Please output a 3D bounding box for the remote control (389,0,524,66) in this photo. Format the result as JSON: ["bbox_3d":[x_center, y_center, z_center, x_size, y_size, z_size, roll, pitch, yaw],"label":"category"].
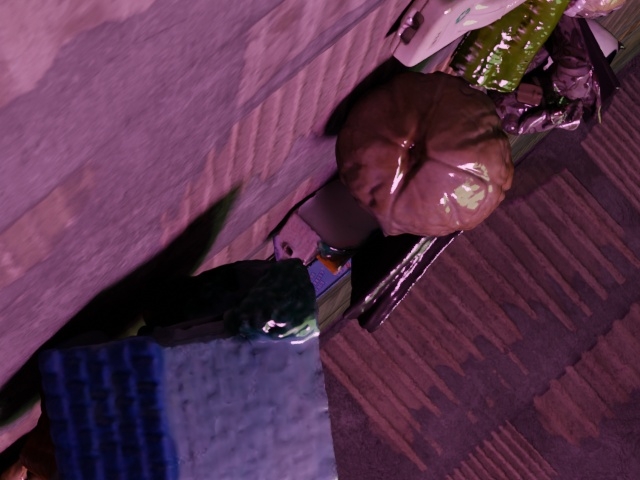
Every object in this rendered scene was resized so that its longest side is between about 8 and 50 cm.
[{"bbox_3d":[0.154,-0.227,1.393,0.230,0.049,0.090,-35,169,-39],"label":"remote control"}]

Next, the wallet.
[{"bbox_3d":[0.103,-0.027,1.894,0.197,0.051,0.377,-50,-169,20],"label":"wallet"}]

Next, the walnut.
[{"bbox_3d":[0.104,-0.081,1.537,0.178,0.178,0.230,-42,175,-1],"label":"walnut"}]

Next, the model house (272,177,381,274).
[{"bbox_3d":[0.000,0.000,1.833,0.100,0.088,0.100,-36,170,-47],"label":"model house"}]

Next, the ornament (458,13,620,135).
[{"bbox_3d":[0.238,-0.186,1.895,0.196,0.166,0.153,-26,171,-7],"label":"ornament"}]

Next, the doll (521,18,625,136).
[{"bbox_3d":[0.312,-0.237,2.074,0.180,0.107,0.110,-37,-164,10],"label":"doll"}]

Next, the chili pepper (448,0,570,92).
[{"bbox_3d":[0.241,-0.277,1.524,0.359,0.084,0.076,125,-25,-46],"label":"chili pepper"}]

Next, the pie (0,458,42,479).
[{"bbox_3d":[-0.355,0.300,1.795,0.128,0.068,0.282,-37,173,-31],"label":"pie"}]

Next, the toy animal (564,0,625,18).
[{"bbox_3d":[0.290,-0.278,1.663,0.098,0.098,0.137,-43,155,10],"label":"toy animal"}]

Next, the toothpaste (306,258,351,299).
[{"bbox_3d":[-0.057,0.106,2.384,0.272,0.053,0.066,-40,174,-22],"label":"toothpaste"}]

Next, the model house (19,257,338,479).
[{"bbox_3d":[-0.185,0.171,1.468,0.329,0.252,0.295,-15,-173,-23],"label":"model house"}]

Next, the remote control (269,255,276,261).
[{"bbox_3d":[-0.069,0.035,1.986,0.091,0.016,0.034,-39,-171,-21],"label":"remote control"}]
